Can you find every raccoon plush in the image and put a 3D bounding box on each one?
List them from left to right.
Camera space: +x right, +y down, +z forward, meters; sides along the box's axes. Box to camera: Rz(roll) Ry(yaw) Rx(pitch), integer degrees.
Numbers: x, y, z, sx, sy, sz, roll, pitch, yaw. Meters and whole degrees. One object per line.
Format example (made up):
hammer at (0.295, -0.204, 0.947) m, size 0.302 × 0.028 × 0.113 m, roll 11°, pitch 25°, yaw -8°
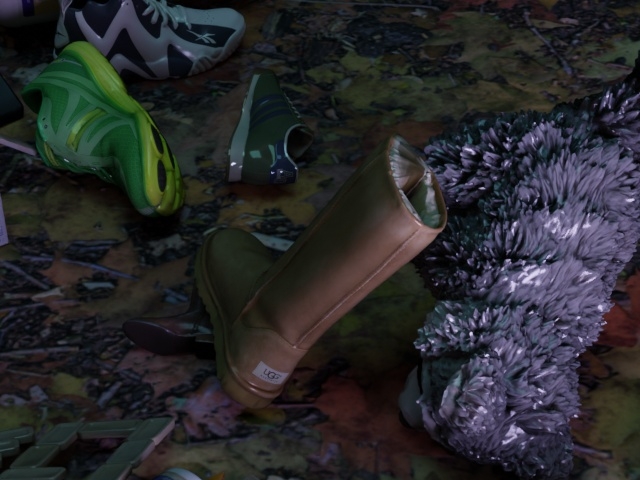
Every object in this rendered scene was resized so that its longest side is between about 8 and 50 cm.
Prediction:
raccoon plush at (0.219, 0.001, 1.706) m, size 0.216 × 0.446 × 0.299 m, roll 22°, pitch 31°, yaw -22°

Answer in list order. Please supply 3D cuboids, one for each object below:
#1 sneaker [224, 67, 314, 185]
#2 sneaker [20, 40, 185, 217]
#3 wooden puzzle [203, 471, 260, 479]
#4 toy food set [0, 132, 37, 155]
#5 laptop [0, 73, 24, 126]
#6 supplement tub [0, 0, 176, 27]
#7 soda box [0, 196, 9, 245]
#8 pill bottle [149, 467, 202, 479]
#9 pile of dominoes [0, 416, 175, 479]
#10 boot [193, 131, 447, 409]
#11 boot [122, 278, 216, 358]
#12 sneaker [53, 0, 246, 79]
sneaker at (-0.048, -0.120, 2.143) m, size 0.086 × 0.064 × 0.192 m, roll 9°, pitch 38°, yaw 3°
sneaker at (-0.238, -0.102, 2.113) m, size 0.123 × 0.109 × 0.295 m, roll -34°, pitch 43°, yaw -6°
wooden puzzle at (-0.068, 0.241, 1.696) m, size 0.078 × 0.014 × 0.116 m, roll -28°, pitch 43°, yaw -24°
toy food set at (-0.430, -0.136, 2.134) m, size 0.218 × 0.071 × 0.128 m, roll 38°, pitch 11°, yaw 28°
laptop at (-0.519, -0.167, 2.270) m, size 0.234 × 0.137 × 0.264 m, roll -28°, pitch 18°, yaw -30°
supplement tub at (-0.257, -0.401, 2.378) m, size 0.331 × 0.241 × 0.241 m, roll -11°, pitch 37°, yaw -11°
soda box at (-0.470, -0.007, 1.983) m, size 0.286 × 0.098 × 0.091 m, roll -23°, pitch 41°, yaw -24°
pill bottle at (-0.162, 0.266, 1.598) m, size 0.169 × 0.094 × 0.094 m, roll -31°, pitch 45°, yaw -32°
pile of dominoes at (-0.252, 0.217, 1.680) m, size 0.196 × 0.040 × 0.251 m, roll -4°, pitch 13°, yaw 16°
boot at (0.000, 0.000, 1.813) m, size 0.089 × 0.269 × 0.236 m, roll 22°, pitch 34°, yaw -32°
boot at (-0.132, 0.065, 1.915) m, size 0.106 × 0.037 × 0.114 m, roll 14°, pitch 41°, yaw 1°
sneaker at (-0.203, -0.272, 2.274) m, size 0.235 × 0.153 × 0.094 m, roll -11°, pitch 39°, yaw -10°
